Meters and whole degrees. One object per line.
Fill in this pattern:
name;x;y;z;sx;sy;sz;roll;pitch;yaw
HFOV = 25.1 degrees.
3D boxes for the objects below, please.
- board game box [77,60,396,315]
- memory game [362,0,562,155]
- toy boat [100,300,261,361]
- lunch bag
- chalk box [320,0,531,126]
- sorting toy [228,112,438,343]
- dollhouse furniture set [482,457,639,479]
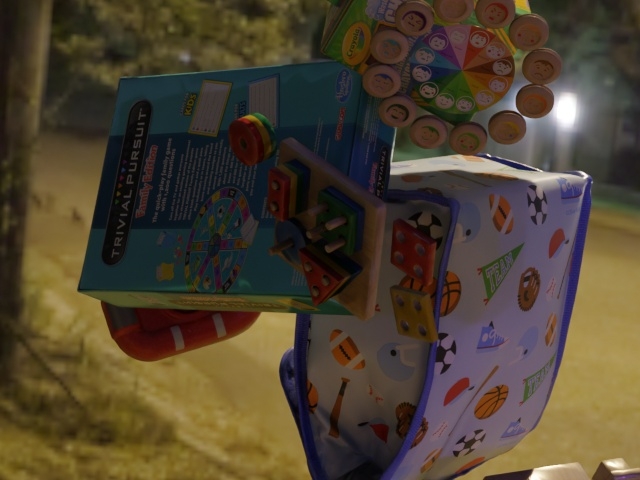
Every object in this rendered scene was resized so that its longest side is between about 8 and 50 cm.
board game box;-0.089;-0.054;1.532;0.336;0.253;0.079;0;-16;34
memory game;0.132;-0.155;1.336;0.186;0.186;0.012;6;39;2
toy boat;-0.182;0.066;1.962;0.231;0.151;0.151;-17;-14;-15
lunch bag;0.131;0.104;1.678;0.239;0.385;0.328;15;17;38
chalk box;0.083;-0.230;1.411;0.213;0.132;0.132;27;26;-10
sorting toy;0.000;0.000;1.304;0.046;0.132;0.274;-26;47;-34
dollhouse furniture set;0.207;0.431;1.643;0.356;0.303;0.174;-4;40;-29
